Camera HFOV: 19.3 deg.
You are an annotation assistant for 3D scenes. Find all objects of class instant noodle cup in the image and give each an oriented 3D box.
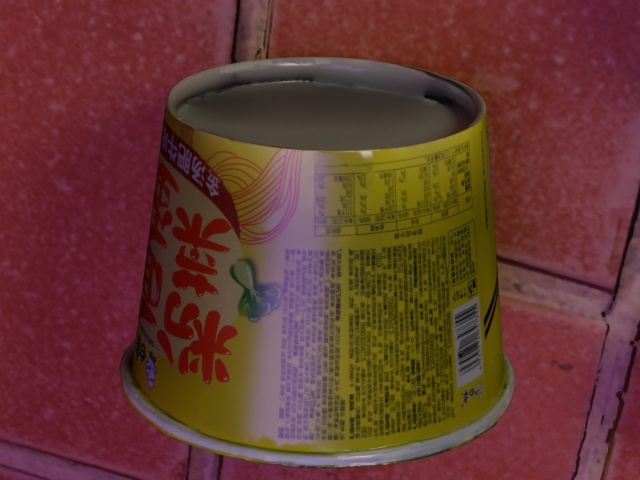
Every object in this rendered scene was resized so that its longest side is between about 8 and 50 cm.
[{"bbox_3d":[0.000,0.000,1.387,0.311,0.311,0.222,9,112,16],"label":"instant noodle cup"}]
